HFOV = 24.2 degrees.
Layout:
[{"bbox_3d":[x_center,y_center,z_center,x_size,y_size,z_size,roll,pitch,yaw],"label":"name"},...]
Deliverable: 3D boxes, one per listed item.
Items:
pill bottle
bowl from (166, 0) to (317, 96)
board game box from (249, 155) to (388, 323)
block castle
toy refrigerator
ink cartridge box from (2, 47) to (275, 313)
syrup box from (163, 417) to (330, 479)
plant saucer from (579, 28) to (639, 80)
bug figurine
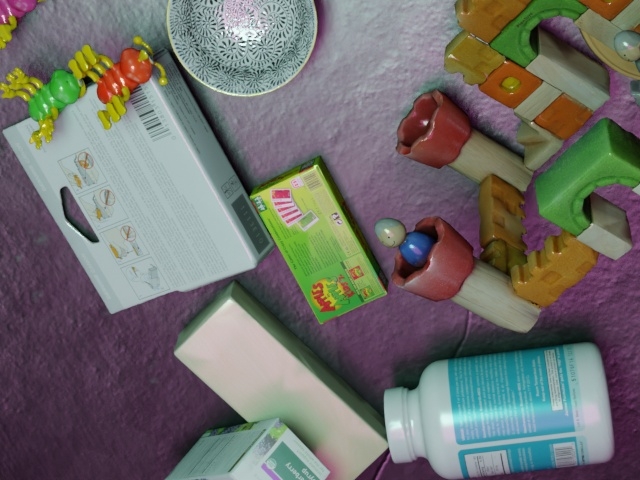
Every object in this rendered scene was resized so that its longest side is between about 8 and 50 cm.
[{"bbox_3d":[0.213,0.207,1.793,0.264,0.146,0.146,-7,108,8],"label":"pill bottle"},{"bbox_3d":[-0.084,-0.255,1.698,0.170,0.080,0.170,2,109,6],"label":"bowl"},{"bbox_3d":[0.000,0.000,1.796,0.092,0.043,0.181,-25,104,14],"label":"board game box"},{"bbox_3d":[0.249,-0.149,1.528,0.213,0.303,0.453,29,130,-22],"label":"block castle"},{"bbox_3d":[-0.045,0.181,1.840,0.269,0.094,0.102,43,101,-10],"label":"toy refrigerator"},{"bbox_3d":[-0.218,-0.063,1.790,0.239,0.060,0.275,-18,107,34],"label":"ink cartridge box"},{"bbox_3d":[-0.093,0.286,1.803,0.093,0.237,0.096,47,63,-10],"label":"syrup box"},{"bbox_3d":[0.384,-0.271,1.670,0.200,0.037,0.200,2,108,5],"label":"plant saucer"},{"bbox_3d":[-0.297,-0.241,1.682,0.216,0.072,0.279,-31,86,39],"label":"bug figurine"}]
